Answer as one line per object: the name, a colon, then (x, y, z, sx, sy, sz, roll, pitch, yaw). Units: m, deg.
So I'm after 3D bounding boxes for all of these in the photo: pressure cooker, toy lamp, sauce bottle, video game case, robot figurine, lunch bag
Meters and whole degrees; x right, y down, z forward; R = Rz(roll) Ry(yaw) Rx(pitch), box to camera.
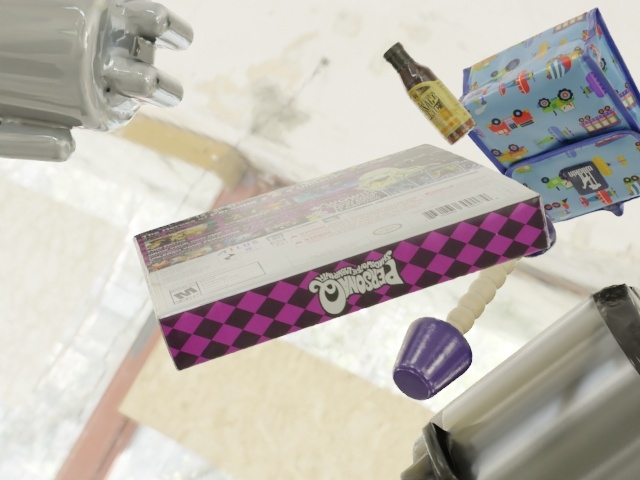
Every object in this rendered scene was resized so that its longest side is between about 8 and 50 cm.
pressure cooker: (0.318, 0.305, 1.414, 0.370, 0.420, 0.375, 53, 15, 6)
toy lamp: (0.164, 0.066, 1.260, 0.080, 0.274, 0.080, 23, -42, 22)
sauce bottle: (0.118, -0.164, 1.293, 0.128, 0.042, 0.042, 48, -13, 4)
video game case: (0.000, 0.000, 0.753, 0.210, 0.232, 0.041, -136, -150, -71)
robot figurine: (-0.337, -0.241, 1.406, 0.353, 0.300, 0.200, 11, -4, 14)
lunch bag: (0.365, -0.151, 1.694, 0.221, 0.138, 0.293, -22, -61, 33)
